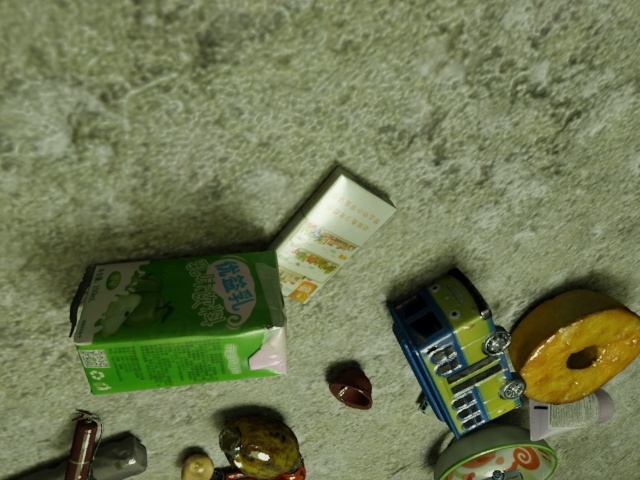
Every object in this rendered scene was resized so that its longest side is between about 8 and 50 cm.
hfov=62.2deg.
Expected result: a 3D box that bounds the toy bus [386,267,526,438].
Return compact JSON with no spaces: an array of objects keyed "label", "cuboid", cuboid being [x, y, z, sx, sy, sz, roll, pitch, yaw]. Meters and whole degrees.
[{"label":"toy bus","cuboid":[0.252,0.211,0.980,0.175,0.138,0.288,-28,123,2]}]

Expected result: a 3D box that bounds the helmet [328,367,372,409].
[{"label":"helmet","cuboid":[0.067,0.287,1.057,0.089,0.057,0.111,7,143,21]}]

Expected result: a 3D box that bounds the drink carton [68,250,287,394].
[{"label":"drink carton","cuboid":[-0.182,0.108,0.718,0.271,0.161,0.108,-5,129,-5]}]

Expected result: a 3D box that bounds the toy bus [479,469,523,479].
[{"label":"toy bus","cuboid":[0.413,0.625,1.308,0.190,0.075,0.064,-25,131,9]}]

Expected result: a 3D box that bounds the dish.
[{"label":"dish","cuboid":[0.440,0.571,1.399,0.324,0.124,0.324,-5,130,-7]}]

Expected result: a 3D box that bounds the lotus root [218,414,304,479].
[{"label":"lotus root","cuboid":[-0.111,0.411,1.058,0.120,0.120,0.209,-42,128,16]}]

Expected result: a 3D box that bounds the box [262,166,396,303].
[{"label":"box","cuboid":[0.000,0.001,0.804,0.122,0.032,0.220,27,115,-36]}]

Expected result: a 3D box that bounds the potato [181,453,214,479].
[{"label":"potato","cuboid":[-0.252,0.470,1.090,0.068,0.062,0.083,-30,165,-34]}]

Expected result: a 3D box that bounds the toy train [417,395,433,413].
[{"label":"toy train","cuboid":[0.267,0.315,1.162,0.043,0.047,0.208,-2,128,-26]}]

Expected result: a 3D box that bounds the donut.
[{"label":"donut","cuboid":[0.543,0.223,1.146,0.302,0.110,0.303,-9,129,-12]}]

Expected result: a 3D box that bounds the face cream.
[{"label":"face cream","cuboid":[0.624,0.422,1.345,0.273,0.096,0.154,9,82,-29]}]

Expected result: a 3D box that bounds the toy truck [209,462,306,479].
[{"label":"toy truck","cuboid":[-0.150,0.569,1.176,0.252,0.114,0.108,-2,128,-17]}]

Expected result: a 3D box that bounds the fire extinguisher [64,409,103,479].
[{"label":"fire extinguisher","cuboid":[-0.415,0.360,0.927,0.056,0.039,0.132,12,94,-29]}]

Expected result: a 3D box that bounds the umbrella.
[{"label":"umbrella","cuboid":[-0.488,0.454,0.985,0.337,0.067,0.073,-20,122,-2]}]
